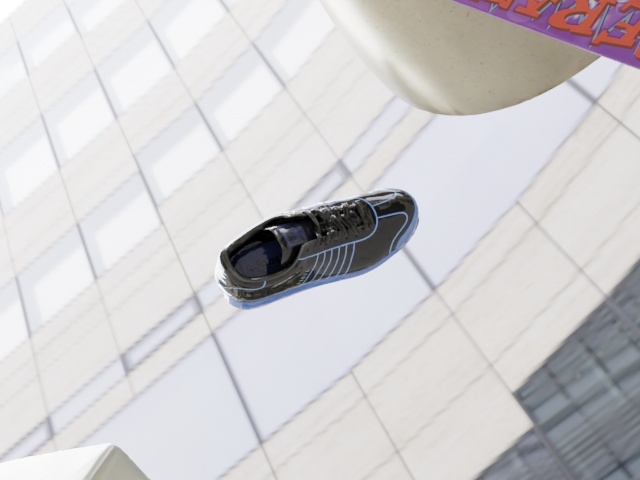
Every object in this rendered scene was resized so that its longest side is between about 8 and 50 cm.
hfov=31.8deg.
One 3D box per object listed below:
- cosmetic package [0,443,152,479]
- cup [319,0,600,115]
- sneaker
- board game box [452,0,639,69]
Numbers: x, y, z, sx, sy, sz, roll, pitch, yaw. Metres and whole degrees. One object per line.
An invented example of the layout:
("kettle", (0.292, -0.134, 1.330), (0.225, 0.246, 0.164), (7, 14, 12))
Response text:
("cosmetic package", (-0.160, 0.255, 0.502), (0.129, 0.296, 0.153), (-16, -61, 41))
("cup", (0.087, -0.294, 0.841), (0.237, 0.331, 0.331), (31, -74, -38))
("sneaker", (0.000, 0.000, 1.167), (0.232, 0.081, 0.090), (-26, -20, -8))
("board game box", (0.159, -0.203, 0.615), (0.346, 0.056, 0.208), (14, -36, -20))
